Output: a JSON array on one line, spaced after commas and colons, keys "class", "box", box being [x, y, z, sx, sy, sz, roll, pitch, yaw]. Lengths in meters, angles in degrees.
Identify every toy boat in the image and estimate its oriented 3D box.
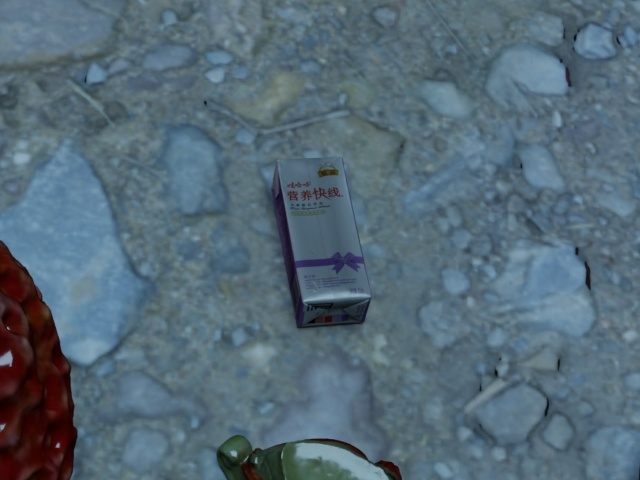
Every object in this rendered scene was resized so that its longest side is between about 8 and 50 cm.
[{"class": "toy boat", "box": [0.014, 0.168, 1.060, 0.185, 0.071, 0.089, 37, 60, 15]}]

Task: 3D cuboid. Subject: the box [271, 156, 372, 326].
[{"class": "box", "box": [0.000, 0.000, 1.189, 0.051, 0.036, 0.117, -2, 56, -12]}]

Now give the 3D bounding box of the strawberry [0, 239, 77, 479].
[{"class": "strawberry", "box": [-0.276, 0.072, 0.932, 0.292, 0.310, 0.291, 3, 55, -4]}]

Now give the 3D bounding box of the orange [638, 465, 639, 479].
[{"class": "orange", "box": [0.275, 0.147, 1.090, 0.156, 0.124, 0.156, 4, 60, -6]}]
